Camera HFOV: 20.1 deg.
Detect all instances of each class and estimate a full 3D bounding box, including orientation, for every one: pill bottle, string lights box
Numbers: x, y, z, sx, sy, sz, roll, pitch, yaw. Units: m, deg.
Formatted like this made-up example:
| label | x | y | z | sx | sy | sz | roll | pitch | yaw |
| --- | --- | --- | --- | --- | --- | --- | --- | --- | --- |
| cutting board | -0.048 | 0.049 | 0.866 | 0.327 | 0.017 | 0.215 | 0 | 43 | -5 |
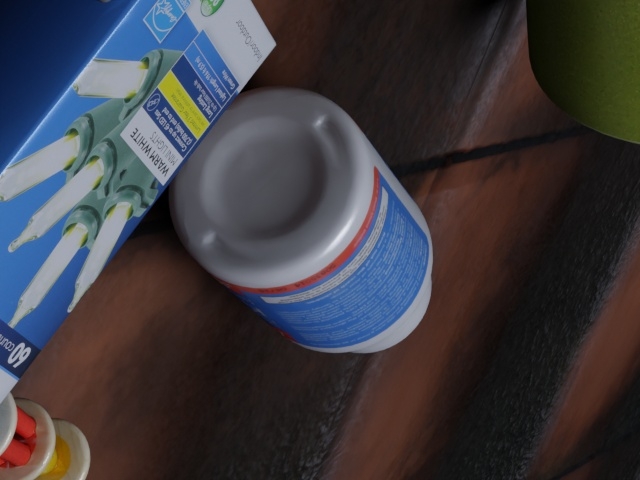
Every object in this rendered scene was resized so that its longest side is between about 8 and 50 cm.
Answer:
| label | x | y | z | sx | sy | sz | roll | pitch | yaw |
| --- | --- | --- | --- | --- | --- | --- | --- | --- | --- |
| pill bottle | 0.000 | 0.000 | 1.120 | 0.124 | 0.124 | 0.221 | -55 | 154 | -6 |
| string lights box | -0.142 | -0.040 | 0.869 | 0.259 | 0.077 | 0.133 | -54 | 156 | -8 |

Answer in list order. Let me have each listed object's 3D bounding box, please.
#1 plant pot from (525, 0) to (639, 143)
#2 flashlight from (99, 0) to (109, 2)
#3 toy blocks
| label | x | y | z | sx | sy | sz | roll | pitch | yaw |
| --- | --- | --- | --- | --- | --- | --- | --- | --- | --- |
| plant pot | 0.243 | -0.257 | 1.152 | 0.275 | 0.275 | 0.293 | -45 | 137 | -26 |
| flashlight | -0.041 | -0.258 | 0.790 | 0.304 | 0.103 | 0.103 | -49 | 159 | -7 |
| toy blocks | -0.200 | 0.136 | 0.996 | 0.123 | 0.054 | 0.148 | -55 | 155 | -6 |
